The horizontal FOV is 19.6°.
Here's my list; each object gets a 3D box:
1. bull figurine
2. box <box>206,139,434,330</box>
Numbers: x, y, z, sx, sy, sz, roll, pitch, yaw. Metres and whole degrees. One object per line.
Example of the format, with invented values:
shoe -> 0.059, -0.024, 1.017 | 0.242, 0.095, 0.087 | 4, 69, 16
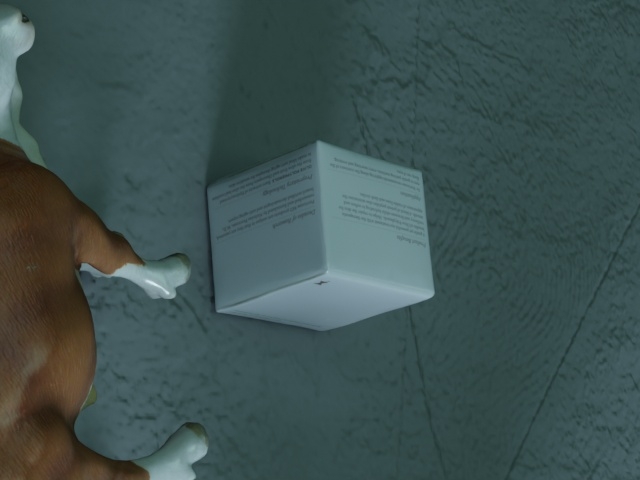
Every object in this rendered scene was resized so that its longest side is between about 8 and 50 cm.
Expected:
bull figurine -> -0.155, 0.036, 0.967 | 0.188, 0.101, 0.310 | 19, 62, -45
box -> 0.000, 0.000, 1.151 | 0.101, 0.102, 0.087 | 14, 64, -45
